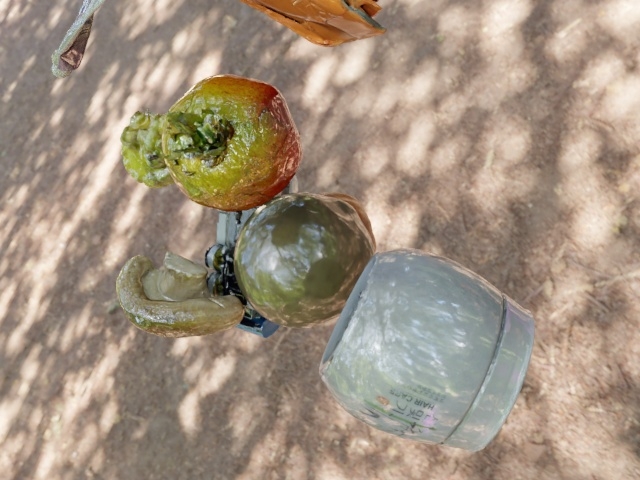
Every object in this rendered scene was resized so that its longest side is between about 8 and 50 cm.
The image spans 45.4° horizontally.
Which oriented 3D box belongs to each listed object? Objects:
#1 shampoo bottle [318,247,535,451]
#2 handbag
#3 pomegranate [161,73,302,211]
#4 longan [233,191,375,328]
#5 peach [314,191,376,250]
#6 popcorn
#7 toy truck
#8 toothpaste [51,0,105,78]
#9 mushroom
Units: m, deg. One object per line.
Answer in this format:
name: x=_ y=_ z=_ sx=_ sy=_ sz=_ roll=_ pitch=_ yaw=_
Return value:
shampoo bottle: x=0.156 y=0.161 z=1.134 sx=0.273 sy=0.266 sz=0.273 roll=25 pitch=-90 yaw=-89
handbag: x=-0.100 y=-0.434 z=1.165 sx=0.116 sy=0.410 sz=0.303 roll=-66 pitch=18 yaw=4
pomegranate: x=-0.136 y=-0.145 z=1.128 sx=0.210 sy=0.235 sz=0.210 roll=0 pitch=90 yaw=19
longan: x=-0.029 y=0.032 z=1.372 sx=0.258 sy=0.258 sz=0.258 roll=-28 pitch=43 yaw=30
peach: x=0.000 y=0.000 z=1.867 sx=0.257 sy=0.232 sz=0.232 roll=-13 pitch=42 yaw=-4
popcorn: x=-0.418 y=-0.236 z=1.998 sx=0.218 sy=0.189 sz=0.169 roll=-20 pitch=45 yaw=8
toy truck: x=-0.137 y=0.016 z=1.615 sx=0.146 sy=0.175 sz=0.367 roll=15 pitch=108 yaw=34
toothpaste: x=-0.379 y=-0.359 z=1.241 sx=0.301 sy=0.048 sz=0.075 roll=-37 pitch=39 yaw=47
mushroom: x=-0.306 y=0.129 z=1.551 sx=0.286 sy=0.156 sz=0.151 roll=21 pitch=33 yaw=21
